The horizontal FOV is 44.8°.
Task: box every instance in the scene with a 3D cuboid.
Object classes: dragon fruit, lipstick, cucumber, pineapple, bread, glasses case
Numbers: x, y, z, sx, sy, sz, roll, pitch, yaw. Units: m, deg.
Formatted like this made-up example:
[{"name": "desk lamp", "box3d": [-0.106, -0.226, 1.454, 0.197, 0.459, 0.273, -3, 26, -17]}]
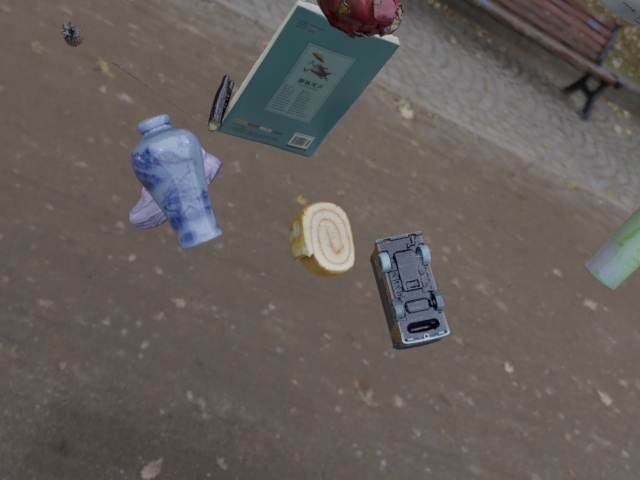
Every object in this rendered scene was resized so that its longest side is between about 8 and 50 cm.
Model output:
[{"name": "dragon fruit", "box3d": [0.038, -0.436, 1.279, 0.246, 0.125, 0.125, 55, 8, -4]}, {"name": "lipstick", "box3d": [0.585, -0.044, 1.327, 0.076, 0.304, 0.076, 32, 22, -15]}, {"name": "cucumber", "box3d": [-0.219, -0.298, 1.688, 0.033, 0.034, 0.134, 36, 57, -43]}, {"name": "pineapple", "box3d": [-0.679, -0.559, 2.098, 0.058, 0.058, 0.124, 34, 1, -3]}, {"name": "bread", "box3d": [0.000, 0.000, 1.541, 0.122, 0.073, 0.149, -5, 79, -26]}, {"name": "glasses case", "box3d": [0.478, -0.333, 1.099, 0.193, 0.074, 0.049, 12, 72, -28]}]

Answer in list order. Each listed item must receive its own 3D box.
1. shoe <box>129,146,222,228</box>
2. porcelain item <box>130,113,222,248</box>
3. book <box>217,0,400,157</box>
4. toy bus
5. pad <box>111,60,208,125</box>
[{"name": "shoe", "box3d": [-0.343, -0.132, 1.686, 0.137, 0.245, 0.095, 48, 14, -19]}, {"name": "porcelain item", "box3d": [-0.278, -0.116, 1.505, 0.141, 0.141, 0.259, -35, 105, -60]}, {"name": "book", "box3d": [-0.033, -0.338, 1.698, 0.264, 0.379, 0.031, 12, 47, -33]}, {"name": "toy bus", "box3d": [0.223, 0.136, 1.984, 0.139, 0.167, 0.275, -11, 72, -9]}, {"name": "pad", "box3d": [-0.344, -0.318, 1.705, 0.235, 0.003, 0.158, 34, 4, -6]}]
